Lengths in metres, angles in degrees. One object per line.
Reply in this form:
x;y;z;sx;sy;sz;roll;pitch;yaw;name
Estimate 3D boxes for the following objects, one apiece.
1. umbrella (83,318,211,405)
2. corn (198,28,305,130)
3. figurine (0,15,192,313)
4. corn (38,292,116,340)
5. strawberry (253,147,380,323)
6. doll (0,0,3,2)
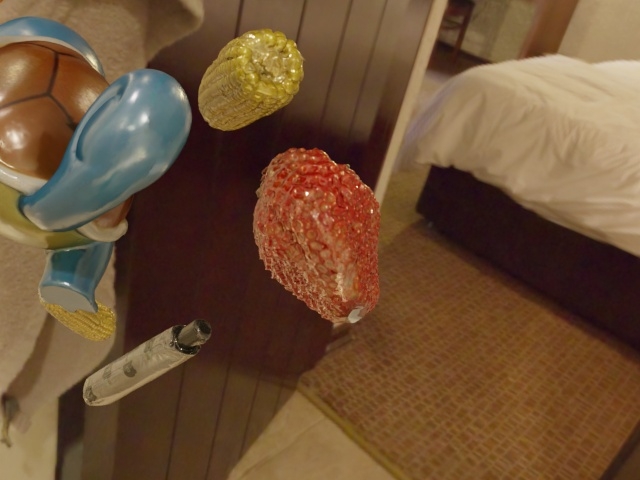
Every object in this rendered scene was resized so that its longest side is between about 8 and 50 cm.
-0.326;0.229;1.208;0.073;0.337;0.067;4;60;-57;umbrella
-0.129;-0.255;1.068;0.131;0.131;0.344;1;0;-22;corn
-0.278;-0.091;0.611;0.298;0.243;0.416;32;2;-39;figurine
-0.571;0.169;1.528;0.091;0.260;0.091;-44;63;-10;corn
0.000;0.000;1.280;0.267;0.312;0.351;-23;68;9;strawberry
-0.511;-0.448;0.940;0.214;0.213;0.236;18;25;5;doll
